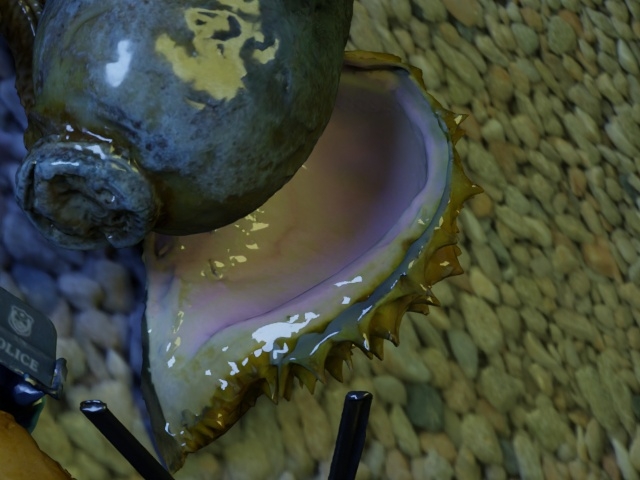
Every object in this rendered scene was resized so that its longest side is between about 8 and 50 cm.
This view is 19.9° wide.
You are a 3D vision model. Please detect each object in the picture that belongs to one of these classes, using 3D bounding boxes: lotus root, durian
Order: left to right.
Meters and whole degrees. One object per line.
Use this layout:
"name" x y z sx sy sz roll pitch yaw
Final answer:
"lotus root" -0.057 -0.144 1.036 0.175 0.175 0.350 33 57 -25
"durian" 0.008 -0.012 1.080 0.185 0.195 0.305 39 37 -28

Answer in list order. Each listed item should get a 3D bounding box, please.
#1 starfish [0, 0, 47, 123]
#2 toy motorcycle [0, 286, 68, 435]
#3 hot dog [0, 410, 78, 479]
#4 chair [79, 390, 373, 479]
"starfish" -0.178 -0.206 1.100 0.327 0.094 0.375 1 75 -62
"toy motorcycle" -0.242 0.015 0.850 0.272 0.123 0.182 37 34 -28
"hot dog" -0.125 0.120 0.778 0.060 0.090 0.140 -34 70 -18
"chair" -0.020 0.208 0.909 0.247 0.172 0.159 79 10 -50
